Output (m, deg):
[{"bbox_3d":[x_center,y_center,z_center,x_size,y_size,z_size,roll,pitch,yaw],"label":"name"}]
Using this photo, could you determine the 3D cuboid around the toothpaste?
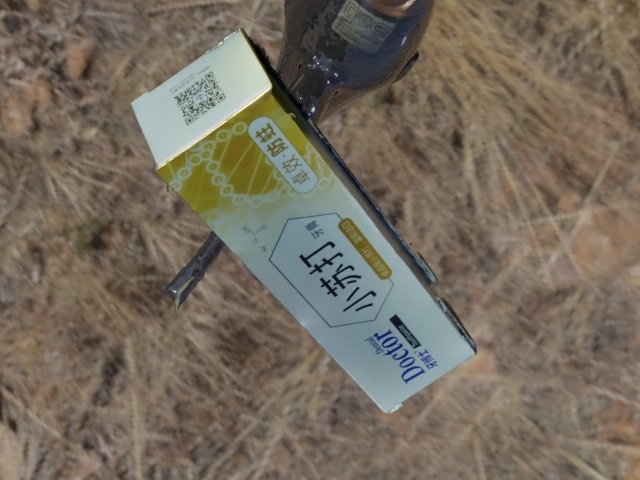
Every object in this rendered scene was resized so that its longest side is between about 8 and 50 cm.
[{"bbox_3d":[0.000,0.000,0.896,0.089,0.071,0.313,-35,137,5],"label":"toothpaste"}]

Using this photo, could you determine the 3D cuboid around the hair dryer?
[{"bbox_3d":[-0.046,-0.071,1.123,0.120,0.304,0.359,36,57,-7],"label":"hair dryer"}]
